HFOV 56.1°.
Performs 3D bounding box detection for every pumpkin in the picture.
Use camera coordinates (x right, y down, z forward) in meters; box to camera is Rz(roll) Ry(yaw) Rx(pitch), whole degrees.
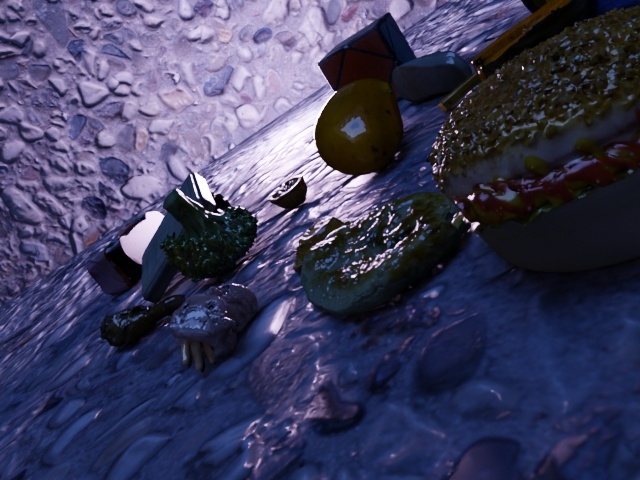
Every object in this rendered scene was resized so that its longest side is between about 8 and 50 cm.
[{"bbox_3d":[0.311,-0.240,0.822,0.169,0.148,0.312,-33,12,18],"label":"pumpkin"}]

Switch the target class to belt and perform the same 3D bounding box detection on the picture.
[{"bbox_3d":[-0.268,-0.060,1.500,0.058,0.105,0.140,-33,23,21],"label":"belt"}]

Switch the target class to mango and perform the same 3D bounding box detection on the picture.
[{"bbox_3d":[0.079,-0.224,1.230,0.191,0.160,0.290,-24,29,13],"label":"mango"}]

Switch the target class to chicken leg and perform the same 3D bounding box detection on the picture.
[{"bbox_3d":[-0.341,0.153,1.160,0.198,0.069,0.085,-23,-4,14],"label":"chicken leg"}]

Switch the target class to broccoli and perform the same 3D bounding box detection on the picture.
[{"bbox_3d":[-0.239,-0.021,1.202,0.220,0.194,0.194,-32,17,24],"label":"broccoli"}]

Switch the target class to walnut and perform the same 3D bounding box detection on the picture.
[{"bbox_3d":[-0.064,-0.098,1.311,0.091,0.052,0.121,-38,15,-4],"label":"walnut"}]

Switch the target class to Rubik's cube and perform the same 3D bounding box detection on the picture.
[{"bbox_3d":[0.146,-0.489,1.699,0.207,0.205,0.205,-27,19,29],"label":"Rubik's cube"}]

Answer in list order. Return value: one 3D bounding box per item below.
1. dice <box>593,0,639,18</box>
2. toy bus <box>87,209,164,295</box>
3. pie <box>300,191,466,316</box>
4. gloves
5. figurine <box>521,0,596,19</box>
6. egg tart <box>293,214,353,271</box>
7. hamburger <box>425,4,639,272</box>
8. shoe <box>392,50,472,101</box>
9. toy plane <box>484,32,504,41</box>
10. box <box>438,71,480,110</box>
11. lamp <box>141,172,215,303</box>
[{"bbox_3d":[0.427,-0.271,0.711,0.143,0.146,0.146,-34,17,-3],"label":"dice"},{"bbox_3d":[-0.539,0.028,1.726,0.147,0.127,0.302,-32,17,19],"label":"toy bus"},{"bbox_3d":[0.075,0.012,0.769,0.240,0.054,0.240,-29,19,11],"label":"pie"},{"bbox_3d":[-0.154,0.115,0.866,0.110,0.094,0.144,-18,13,14],"label":"gloves"},{"bbox_3d":[0.436,-0.434,0.959,0.154,0.193,0.421,-28,24,10],"label":"figurine"},{"bbox_3d":[0.000,0.000,0.946,0.129,0.049,0.129,-33,16,11],"label":"egg tart"},{"bbox_3d":[0.239,-0.105,0.564,0.276,0.179,0.294,-28,19,23],"label":"hamburger"},{"bbox_3d":[0.269,-0.392,1.401,0.100,0.103,0.251,-42,24,-18],"label":"shoe"},{"bbox_3d":[0.421,-0.442,1.336,0.121,0.049,0.031,-21,15,-13],"label":"toy plane"},{"bbox_3d":[0.305,-0.320,1.208,0.155,0.023,0.087,-41,8,12],"label":"box"},{"bbox_3d":[-0.339,-0.013,1.401,0.266,0.047,0.269,-59,24,9],"label":"lamp"}]
